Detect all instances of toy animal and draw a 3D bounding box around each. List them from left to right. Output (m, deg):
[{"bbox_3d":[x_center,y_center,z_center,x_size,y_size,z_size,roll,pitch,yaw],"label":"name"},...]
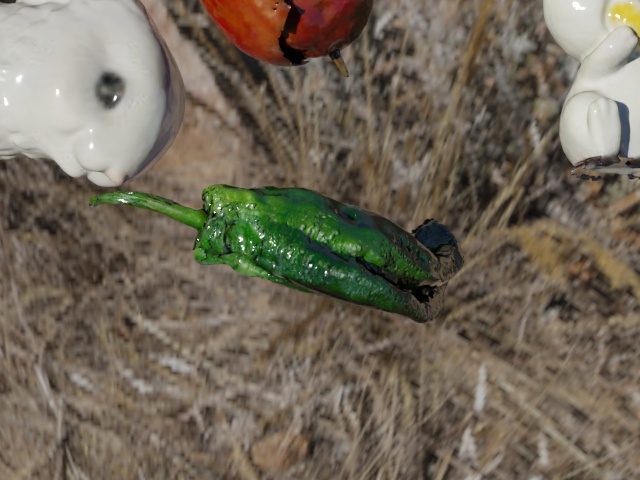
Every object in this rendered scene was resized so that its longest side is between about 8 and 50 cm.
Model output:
[{"bbox_3d":[-0.272,-0.139,1.392,0.357,0.194,0.258,3,39,13],"label":"toy animal"},{"bbox_3d":[0.133,-0.088,0.754,0.071,0.085,0.124,-8,83,8],"label":"toy animal"}]

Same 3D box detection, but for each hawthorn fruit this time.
[{"bbox_3d":[-0.022,-0.198,1.332,0.148,0.148,0.172,-27,105,-15],"label":"hawthorn fruit"}]

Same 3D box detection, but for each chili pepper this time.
[{"bbox_3d":[0.000,0.000,1.124,0.278,0.122,0.065,13,99,-35],"label":"chili pepper"}]
